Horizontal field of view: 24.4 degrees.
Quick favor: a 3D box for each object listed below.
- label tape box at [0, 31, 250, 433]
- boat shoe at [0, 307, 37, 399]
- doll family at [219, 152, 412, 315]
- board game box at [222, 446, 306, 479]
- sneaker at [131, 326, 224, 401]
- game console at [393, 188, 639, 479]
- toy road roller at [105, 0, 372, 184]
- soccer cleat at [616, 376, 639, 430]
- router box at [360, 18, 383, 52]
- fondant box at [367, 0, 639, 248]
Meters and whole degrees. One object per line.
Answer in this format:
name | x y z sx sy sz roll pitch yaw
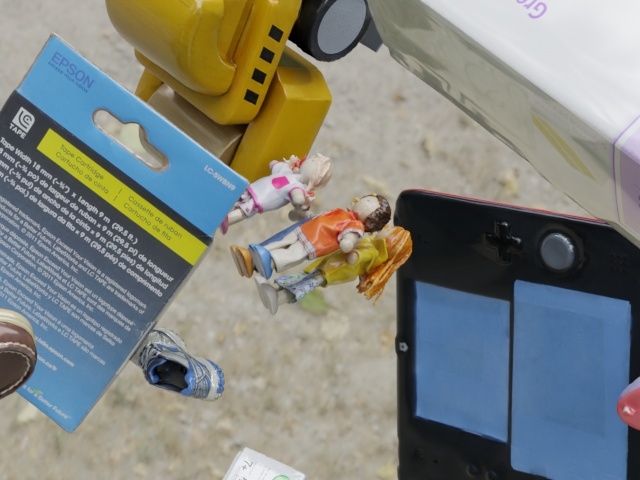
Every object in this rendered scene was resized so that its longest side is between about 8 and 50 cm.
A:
label tape box | -0.240 -0.012 1.472 0.241 0.333 0.106 38 20 0
boat shoe | -0.382 0.161 1.215 0.342 0.123 0.123 -18 50 -26
doll family | 0.000 0.000 1.478 0.163 0.118 0.263 -22 23 -12
board game box | -0.068 0.294 1.034 0.053 0.305 0.193 22 61 15
sneaker | -0.163 0.126 1.540 0.135 0.052 0.058 22 13 36
game console | 0.226 0.147 1.660 0.342 0.386 0.060 10 19 33
toy road roller | -0.124 -0.196 1.578 0.202 0.329 0.241 39 28 31
soccer cleat | 0.380 0.116 1.416 0.083 0.248 0.095 33 52 -11
router box | 0.108 -0.353 2.031 0.046 0.179 0.133 31 16 -6
fondant box | 0.215 -0.148 0.628 0.330 0.096 0.238 -45 63 -7
